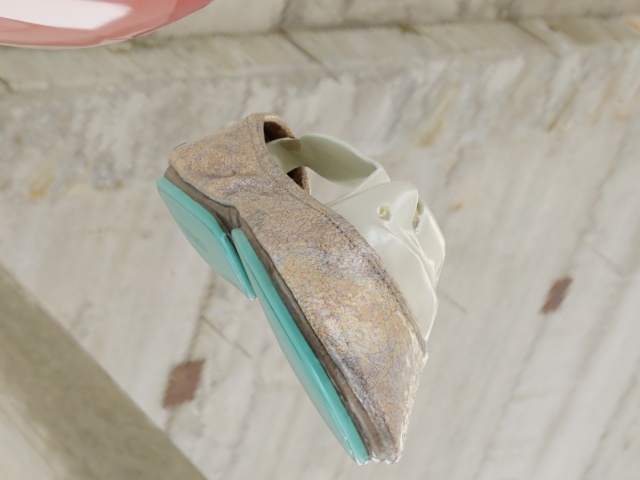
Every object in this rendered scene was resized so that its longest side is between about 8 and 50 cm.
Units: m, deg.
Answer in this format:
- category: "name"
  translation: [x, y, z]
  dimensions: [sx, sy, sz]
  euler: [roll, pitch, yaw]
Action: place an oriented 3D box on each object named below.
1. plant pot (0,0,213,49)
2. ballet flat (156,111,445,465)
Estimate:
- category: "plant pot"
  translation: [-0.147, -0.177, 0.362]
  dimensions: [0.243, 0.275, 0.275]
  euler: [-15, -46, -58]
- category: "ballet flat"
  translation: [0.000, 0.000, 0.769]
  dimensions: [0.106, 0.316, 0.107]
  euler: [-30, -58, -8]
